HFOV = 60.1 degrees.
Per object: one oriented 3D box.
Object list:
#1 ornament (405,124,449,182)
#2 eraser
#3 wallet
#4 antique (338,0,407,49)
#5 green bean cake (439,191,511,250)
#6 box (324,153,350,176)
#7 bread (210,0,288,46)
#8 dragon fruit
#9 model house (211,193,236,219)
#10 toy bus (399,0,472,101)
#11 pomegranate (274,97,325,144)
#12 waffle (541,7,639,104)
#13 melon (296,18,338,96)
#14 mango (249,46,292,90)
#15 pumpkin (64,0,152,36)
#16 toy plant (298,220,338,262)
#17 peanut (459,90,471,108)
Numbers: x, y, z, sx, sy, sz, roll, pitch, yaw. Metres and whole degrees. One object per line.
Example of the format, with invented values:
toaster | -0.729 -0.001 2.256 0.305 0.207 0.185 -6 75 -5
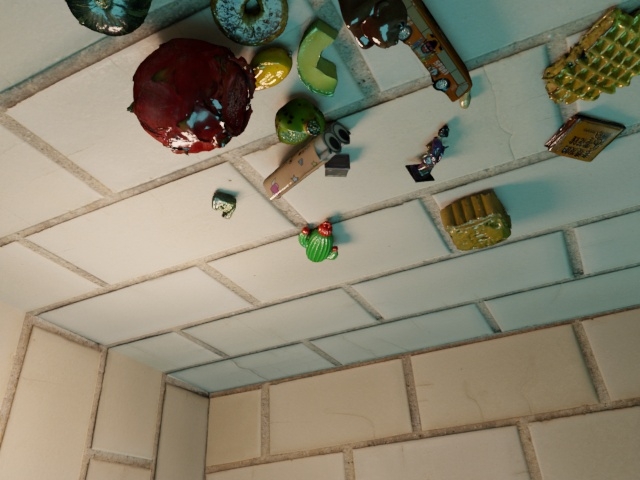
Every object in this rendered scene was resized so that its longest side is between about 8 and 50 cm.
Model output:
ornament | 0.368 -0.282 1.774 0.081 0.088 0.203 -5 141 -35
eraser | -0.047 -0.245 1.730 0.290 0.171 0.087 -33 103 38
wallet | 0.847 -0.324 1.773 0.195 0.042 0.161 9 145 -18
antique | 0.108 -0.536 1.199 0.143 0.256 0.121 -19 163 17
green bean cake | 0.586 -0.065 2.076 0.230 0.131 0.224 -18 146 24
box | 0.051 -0.245 1.821 0.085 0.060 0.063 0 155 -6
bread | -0.168 -0.550 1.322 0.193 0.064 0.193 -3 141 -3
dragon fruit | -0.318 -0.359 1.390 0.302 0.295 0.295 0 153 34
model house | -0.350 -0.123 1.967 0.083 0.066 0.079 16 141 -24
toy bus | 0.265 -0.503 1.400 0.092 0.093 0.409 -26 142 27
pomegranate | -0.055 -0.347 1.583 0.143 0.122 0.169 1 177 -22
waffle | 0.750 -0.481 1.500 0.283 0.065 0.309 -12 145 13
melon | -0.005 -0.478 1.447 0.118 0.064 0.209 3 145 -8
mango | -0.143 -0.453 1.472 0.101 0.066 0.187 15 149 -39
pumpkin | -0.465 -0.548 1.218 0.190 0.146 0.190 -1 146 0
toy plant | -0.012 0.003 2.176 0.155 0.088 0.240 3 143 18
peanut | 0.417 -0.416 1.600 0.037 0.037 0.083 -8 149 9
